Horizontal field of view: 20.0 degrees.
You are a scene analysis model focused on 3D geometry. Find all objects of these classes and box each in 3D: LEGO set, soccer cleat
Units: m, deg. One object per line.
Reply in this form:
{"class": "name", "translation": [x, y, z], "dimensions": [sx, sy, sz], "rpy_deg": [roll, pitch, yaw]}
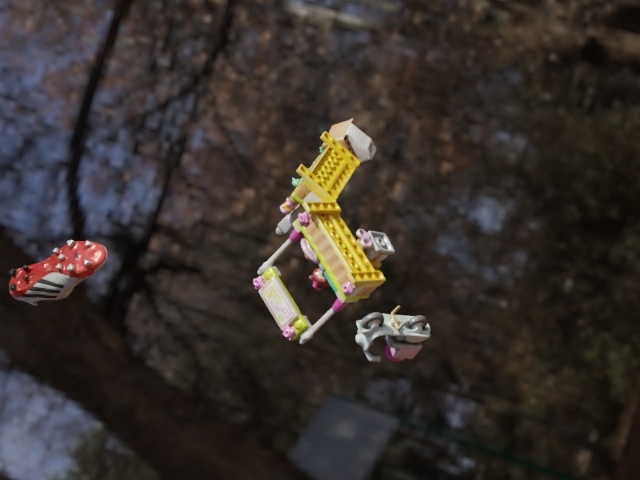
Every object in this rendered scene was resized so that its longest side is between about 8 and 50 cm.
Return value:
{"class": "LEGO set", "translation": [0.000, 0.000, 1.719], "dimensions": [0.107, 0.132, 0.287], "rpy_deg": [-46, 41, 30]}
{"class": "soccer cleat", "translation": [-0.178, 0.024, 1.257], "dimensions": [0.035, 0.083, 0.029], "rpy_deg": [42, -146, -47]}
